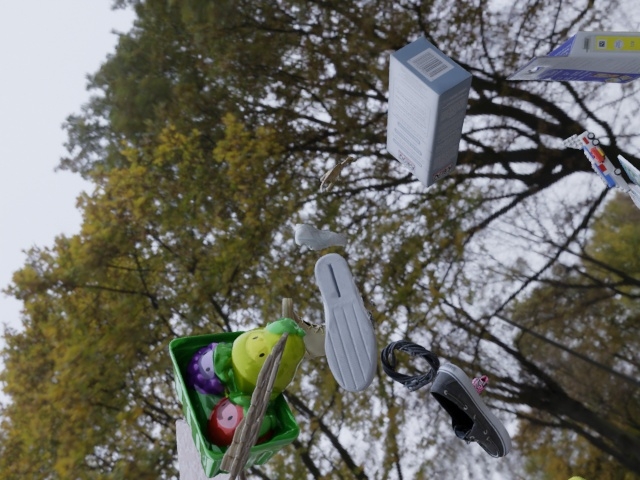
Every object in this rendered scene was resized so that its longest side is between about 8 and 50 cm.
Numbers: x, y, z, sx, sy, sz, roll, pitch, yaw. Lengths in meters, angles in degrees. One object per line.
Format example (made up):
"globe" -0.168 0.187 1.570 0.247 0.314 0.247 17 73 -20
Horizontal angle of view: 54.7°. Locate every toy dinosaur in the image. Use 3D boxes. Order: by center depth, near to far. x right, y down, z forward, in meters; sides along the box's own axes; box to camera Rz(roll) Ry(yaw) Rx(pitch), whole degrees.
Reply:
"toy dinosaur" 0.030 -0.185 1.775 0.183 0.053 0.093 -45 -7 -33

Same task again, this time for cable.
"cable" 0.246 0.330 1.679 0.047 0.150 0.184 -37 -7 -43

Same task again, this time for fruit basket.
"fruit basket" -0.199 0.351 1.555 0.282 0.392 0.392 -3 -66 -32

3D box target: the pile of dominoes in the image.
"pile of dominoes" -0.126 0.299 1.116 0.196 0.040 0.251 -30 -43 -81

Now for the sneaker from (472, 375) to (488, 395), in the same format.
"sneaker" 0.516 0.482 2.023 0.057 0.047 0.119 -43 0 40

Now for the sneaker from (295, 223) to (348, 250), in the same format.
"sneaker" 0.000 0.000 1.618 0.152 0.053 0.061 14 -97 -24

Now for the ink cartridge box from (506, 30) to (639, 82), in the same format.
"ink cartridge box" 0.621 -0.424 1.445 0.303 0.307 0.072 -50 -35 -83

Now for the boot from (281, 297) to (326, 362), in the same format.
"boot" -0.023 0.301 2.142 0.203 0.095 0.262 -10 -67 1

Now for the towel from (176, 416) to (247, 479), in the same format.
"towel" -0.321 0.708 1.858 0.053 0.331 0.317 -6 -89 -43

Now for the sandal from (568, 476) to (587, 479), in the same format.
"sandal" 0.378 0.456 0.759 0.138 0.317 0.126 -41 -17 9

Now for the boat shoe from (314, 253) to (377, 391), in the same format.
"boat shoe" 0.072 0.192 1.464 0.119 0.121 0.335 46 -149 -62

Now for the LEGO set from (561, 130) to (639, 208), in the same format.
"LEGO set" 0.500 -0.084 1.037 0.060 0.244 0.182 -34 -66 18

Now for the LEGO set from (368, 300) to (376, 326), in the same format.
"LEGO set" 0.137 0.202 1.641 0.023 0.054 0.083 11 -58 -13

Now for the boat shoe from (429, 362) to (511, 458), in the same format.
"boat shoe" 0.270 0.329 1.132 0.076 0.080 0.228 -45 -66 -28

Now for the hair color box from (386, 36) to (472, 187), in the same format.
"hair color box" 0.281 -0.332 1.665 0.113 0.185 0.374 -33 -28 -15
